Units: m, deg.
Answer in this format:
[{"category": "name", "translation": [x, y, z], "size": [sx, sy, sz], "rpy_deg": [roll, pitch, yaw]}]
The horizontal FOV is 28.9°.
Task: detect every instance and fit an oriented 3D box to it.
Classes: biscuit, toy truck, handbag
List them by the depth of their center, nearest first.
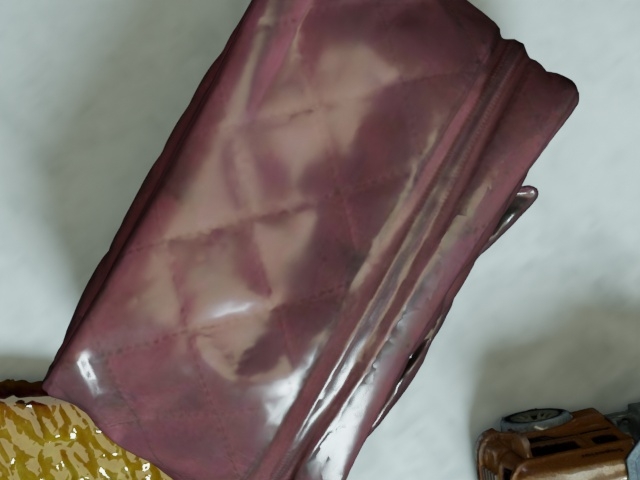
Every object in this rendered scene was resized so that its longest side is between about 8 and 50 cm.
[{"category": "handbag", "translation": [0.000, 0.000, 0.501], "size": [0.135, 0.146, 0.225], "rpy_deg": [30, 88, 1]}, {"category": "toy truck", "translation": [0.169, 0.105, 0.536], "size": [0.192, 0.092, 0.083], "rpy_deg": [-11, 92, -2]}, {"category": "biscuit", "translation": [-0.131, 0.125, 0.557], "size": [0.206, 0.025, 0.126], "rpy_deg": [6, 91, -4]}]
